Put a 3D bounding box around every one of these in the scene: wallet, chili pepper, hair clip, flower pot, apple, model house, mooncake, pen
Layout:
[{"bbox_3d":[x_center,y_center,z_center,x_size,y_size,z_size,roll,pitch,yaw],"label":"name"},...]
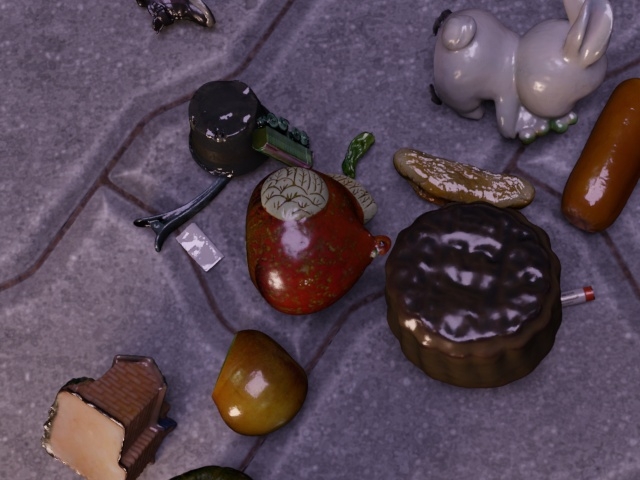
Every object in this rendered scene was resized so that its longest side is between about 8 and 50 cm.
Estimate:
[{"bbox_3d":[-0.205,0.012,1.979,0.044,0.011,0.083,-42,77,-6],"label":"wallet"},{"bbox_3d":[0.062,-0.149,1.988,0.034,0.030,0.091,32,82,-14],"label":"chili pepper"},{"bbox_3d":[-0.210,-0.074,1.993,0.229,0.039,0.070,-38,73,-10],"label":"hair clip"},{"bbox_3d":[-0.158,-0.200,1.967,0.157,0.107,0.157,-4,64,7],"label":"flower pot"},{"bbox_3d":[-0.106,0.229,1.847,0.163,0.146,0.147,43,87,11],"label":"apple"},{"bbox_3d":[-0.319,0.272,1.845,0.166,0.183,0.172,32,42,14],"label":"model house"},{"bbox_3d":[0.239,0.075,1.822,0.290,0.161,0.290,-3,62,7],"label":"mooncake"},{"bbox_3d":[0.330,0.112,1.898,0.239,0.028,0.028,-13,75,1],"label":"pen"}]

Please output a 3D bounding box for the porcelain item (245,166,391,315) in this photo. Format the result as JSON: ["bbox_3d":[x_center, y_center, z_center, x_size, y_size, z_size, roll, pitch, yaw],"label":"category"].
[{"bbox_3d":[0.000,0.000,1.846,0.253,0.253,0.253,-1,76,5],"label":"porcelain item"}]

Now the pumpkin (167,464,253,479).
[{"bbox_3d":[-0.180,0.480,1.774,0.260,0.189,0.260,4,48,-4],"label":"pumpkin"}]

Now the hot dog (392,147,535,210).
[{"bbox_3d":[0.233,-0.089,1.930,0.242,0.084,0.073,16,76,8],"label":"hot dog"}]

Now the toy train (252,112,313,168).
[{"bbox_3d":[-0.062,-0.165,1.947,0.038,0.148,0.071,-7,72,32],"label":"toy train"}]

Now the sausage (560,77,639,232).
[{"bbox_3d":[0.486,-0.142,1.913,0.105,0.105,0.274,27,79,11],"label":"sausage"}]

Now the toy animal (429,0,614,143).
[{"bbox_3d":[0.339,-0.304,1.903,0.310,0.247,0.183,5,46,28],"label":"toy animal"}]

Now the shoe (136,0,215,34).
[{"bbox_3d":[-0.269,-0.409,2.066,0.169,0.071,0.099,35,84,16],"label":"shoe"}]
